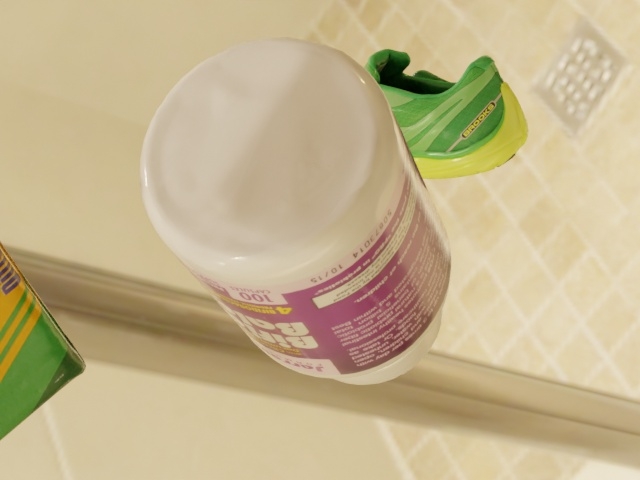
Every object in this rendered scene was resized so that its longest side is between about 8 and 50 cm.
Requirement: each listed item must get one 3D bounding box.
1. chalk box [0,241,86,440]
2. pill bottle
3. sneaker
[{"bbox_3d":[-0.264,0.045,0.465,0.289,0.180,0.179,-43,49,-17],"label":"chalk box"},{"bbox_3d":[0.000,0.000,0.990,0.169,0.301,0.169,-6,66,14],"label":"pill bottle"},{"bbox_3d":[0.052,-0.117,1.327,0.295,0.109,0.123,-6,108,30],"label":"sneaker"}]
